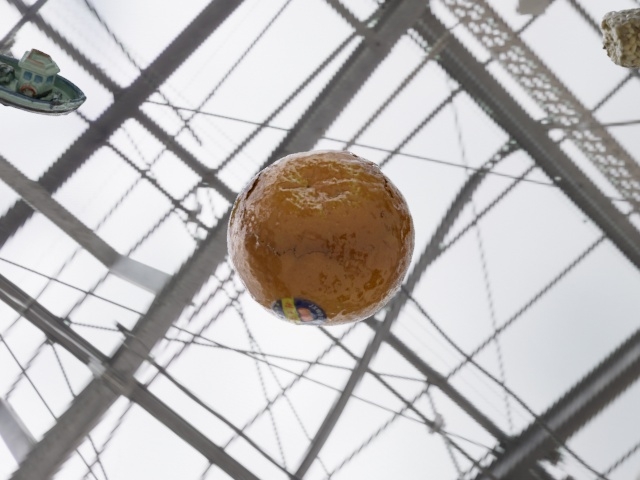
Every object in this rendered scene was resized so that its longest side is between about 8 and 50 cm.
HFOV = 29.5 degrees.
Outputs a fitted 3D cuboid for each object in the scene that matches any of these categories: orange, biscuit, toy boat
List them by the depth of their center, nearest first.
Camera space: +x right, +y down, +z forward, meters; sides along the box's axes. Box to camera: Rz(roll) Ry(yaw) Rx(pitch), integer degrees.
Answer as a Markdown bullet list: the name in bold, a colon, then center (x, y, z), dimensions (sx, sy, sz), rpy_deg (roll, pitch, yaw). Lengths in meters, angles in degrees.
- **toy boat**: center (-0.317, -0.176, 1.302), dimensions (0.140, 0.066, 0.059), rpy_deg (21, -137, -8)
- **orange**: center (0.002, -0.001, 1.431), dimensions (0.219, 0.219, 0.193), rpy_deg (-49, -28, -12)
- **biscuit**: center (0.434, -0.257, 1.514), dimensions (0.168, 0.082, 0.070), rpy_deg (-5, -55, -8)
